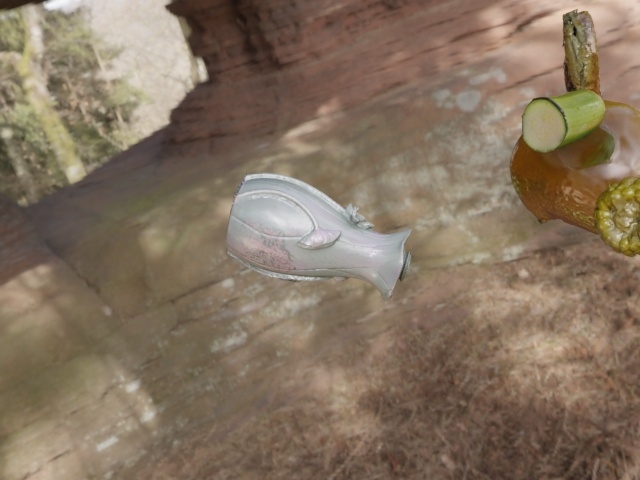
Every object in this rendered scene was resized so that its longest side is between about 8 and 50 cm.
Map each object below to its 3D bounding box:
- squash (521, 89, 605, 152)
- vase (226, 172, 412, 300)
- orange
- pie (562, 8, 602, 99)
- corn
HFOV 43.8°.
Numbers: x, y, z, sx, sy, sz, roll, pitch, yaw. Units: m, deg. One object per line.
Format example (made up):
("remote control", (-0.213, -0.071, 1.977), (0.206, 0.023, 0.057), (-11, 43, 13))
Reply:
("squash", (0.439, -0.214, 1.393), (0.188, 0.095, 0.095), (-19, 17, -40))
("vase", (0.000, 0.000, 1.938), (0.445, 0.250, 0.250), (18, 27, 4))
("orange", (0.546, -0.162, 1.587), (0.334, 0.196, 0.262), (30, 71, 38))
("pie", (0.709, -0.497, 2.173), (0.085, 0.308, 0.308), (-9, 22, 14))
("corn", (0.559, -0.044, 1.328), (0.131, 0.131, 0.344), (0, 3, 38))
